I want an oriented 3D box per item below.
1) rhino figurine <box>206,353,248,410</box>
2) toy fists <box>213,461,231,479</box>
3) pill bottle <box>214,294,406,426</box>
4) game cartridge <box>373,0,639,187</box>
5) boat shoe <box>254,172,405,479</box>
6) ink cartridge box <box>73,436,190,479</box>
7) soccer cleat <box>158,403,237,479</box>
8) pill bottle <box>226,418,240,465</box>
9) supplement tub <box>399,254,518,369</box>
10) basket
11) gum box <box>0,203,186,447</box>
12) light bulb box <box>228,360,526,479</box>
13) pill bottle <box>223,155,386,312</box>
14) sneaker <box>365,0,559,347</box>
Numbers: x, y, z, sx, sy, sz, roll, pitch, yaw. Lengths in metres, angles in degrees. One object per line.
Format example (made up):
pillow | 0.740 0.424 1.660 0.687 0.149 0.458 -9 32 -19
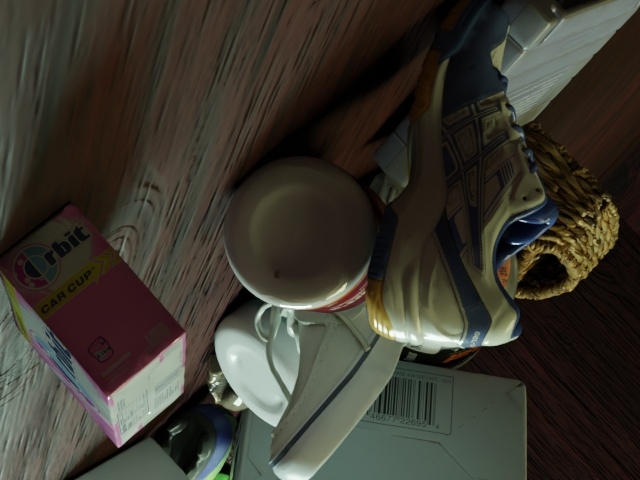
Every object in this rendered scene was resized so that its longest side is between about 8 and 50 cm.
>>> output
rhino figurine | -0.040 0.110 1.712 0.243 0.073 0.106 -39 166 -29
toy fists | -0.216 0.364 2.066 0.142 0.096 0.279 -56 169 1
pill bottle | 0.023 0.078 1.598 0.264 0.146 0.146 -37 169 -30
game cartridge | 0.200 -0.177 1.469 0.230 0.068 0.355 -44 172 31
boat shoe | 0.009 0.062 1.434 0.367 0.156 0.136 -58 -174 -35
ink cartridge box | -0.291 0.382 1.748 0.278 0.117 0.201 -47 170 25
soccer cleat | -0.198 0.331 1.885 0.289 0.093 0.121 -56 161 17
pill bottle | -0.070 0.381 2.339 0.392 0.224 0.224 -44 171 8
supplement tub | 0.142 0.058 1.861 0.193 0.193 0.316 -41 170 -10
basket | 0.275 0.003 2.101 0.223 0.213 0.299 -42 170 -11
gum box | -0.144 0.062 0.950 0.062 0.107 0.188 -40 170 -16
light bulb box | 0.056 0.341 1.924 0.361 0.357 0.225 105 -6 -52
pill bottle | 0.000 0.000 1.231 0.121 0.121 0.221 -43 171 5
sneaker | 0.128 -0.052 1.164 0.112 0.131 0.296 66 36 -70
